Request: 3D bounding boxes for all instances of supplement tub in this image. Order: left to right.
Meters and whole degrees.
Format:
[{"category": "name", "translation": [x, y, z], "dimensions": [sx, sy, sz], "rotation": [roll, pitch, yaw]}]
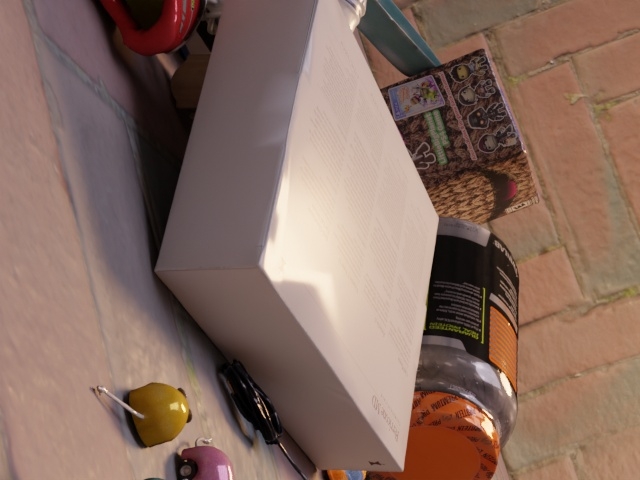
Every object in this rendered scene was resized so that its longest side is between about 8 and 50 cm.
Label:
[{"category": "supplement tub", "translation": [0.134, 0.135, 1.522], "dimensions": [0.316, 0.194, 0.193], "rotation": [-78, 149, -50]}]

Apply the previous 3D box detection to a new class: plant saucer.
[{"category": "plant saucer", "translation": [0.043, -0.312, 1.623], "dimensions": [0.317, 0.044, 0.317], "rotation": [47, 11, -12]}]

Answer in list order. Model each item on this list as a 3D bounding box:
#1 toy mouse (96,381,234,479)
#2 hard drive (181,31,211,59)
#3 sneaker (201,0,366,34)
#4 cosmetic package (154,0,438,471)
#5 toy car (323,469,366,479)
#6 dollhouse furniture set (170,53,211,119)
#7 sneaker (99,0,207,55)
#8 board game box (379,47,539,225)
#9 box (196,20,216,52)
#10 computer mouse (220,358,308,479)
[{"category": "toy mouse", "translation": [-0.077, 0.155, 0.811], "dimensions": [0.161, 0.031, 0.143], "rotation": [33, 37, -76]}, {"category": "hard drive", "translation": [-0.096, -0.218, 1.402], "dimensions": [0.210, 0.040, 0.318], "rotation": [-74, 144, -57]}, {"category": "sneaker", "translation": [-0.085, -0.231, 1.150], "dimensions": [0.094, 0.258, 0.091], "rotation": [135, -25, -73]}, {"category": "cosmetic package", "translation": [0.000, 0.000, 1.144], "dimensions": [0.377, 0.097, 0.284], "rotation": [59, 33, -51]}, {"category": "toy car", "translation": [0.040, 0.257, 1.269], "dimensions": [0.060, 0.040, 0.122], "rotation": [-21, 91, -81]}, {"category": "dollhouse furniture set", "translation": [-0.074, -0.064, 1.252], "dimensions": [0.182, 0.101, 0.161], "rotation": [55, 42, -61]}, {"category": "sneaker", "translation": [-0.167, -0.274, 1.024], "dimensions": [0.118, 0.107, 0.279], "rotation": [-75, 142, -60]}, {"category": "board game box", "translation": [0.108, -0.088, 1.639], "dimensions": [0.232, 0.291, 0.141], "rotation": [42, 28, -70]}, {"category": "box", "translation": [-0.067, -0.253, 1.323], "dimensions": [0.147, 0.077, 0.180], "rotation": [55, 27, -43]}, {"category": "computer mouse", "translation": [-0.024, 0.201, 1.050], "dimensions": [0.242, 0.041, 0.071], "rotation": [61, 2, -11]}]
